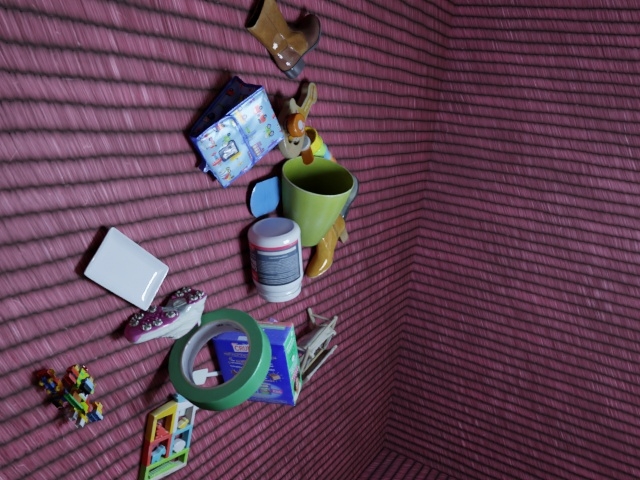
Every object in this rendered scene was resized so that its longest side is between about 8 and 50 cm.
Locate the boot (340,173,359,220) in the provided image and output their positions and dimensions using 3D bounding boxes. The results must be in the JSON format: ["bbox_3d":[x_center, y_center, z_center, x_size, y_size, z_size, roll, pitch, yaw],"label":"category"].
[{"bbox_3d":[0.087,-0.209,2.509,0.161,0.084,0.246,35,71,-55],"label":"boot"}]

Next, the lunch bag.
[{"bbox_3d":[-0.281,-0.326,1.750,0.293,0.138,0.221,-50,146,-19],"label":"lunch bag"}]

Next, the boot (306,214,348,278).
[{"bbox_3d":[0.001,0.000,2.426,0.295,0.104,0.211,-51,138,-20],"label":"boot"}]

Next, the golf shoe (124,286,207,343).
[{"bbox_3d":[-0.458,0.255,1.689,0.306,0.115,0.140,-29,131,-53],"label":"golf shoe"}]

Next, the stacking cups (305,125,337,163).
[{"bbox_3d":[0.005,-0.350,2.264,0.316,0.096,0.096,35,72,-61],"label":"stacking cups"}]

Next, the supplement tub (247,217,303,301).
[{"bbox_3d":[-0.162,0.069,2.054,0.191,0.191,0.272,-40,136,-48],"label":"supplement tub"}]

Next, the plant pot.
[{"bbox_3d":[-0.038,-0.132,2.160,0.275,0.275,0.293,-41,153,-47],"label":"plant pot"}]

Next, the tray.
[{"bbox_3d":[-0.535,0.082,1.545,0.145,0.030,0.270,-65,151,-18],"label":"tray"}]

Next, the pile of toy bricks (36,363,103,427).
[{"bbox_3d":[-0.629,0.380,1.457,0.105,0.118,0.212,-93,165,-54],"label":"pile of toy bricks"}]

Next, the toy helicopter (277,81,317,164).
[{"bbox_3d":[-0.072,-0.440,2.051,0.235,0.140,0.355,63,38,-45],"label":"toy helicopter"}]

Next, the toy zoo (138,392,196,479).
[{"bbox_3d":[-0.503,0.646,1.859,0.192,0.030,0.293,-4,107,-58],"label":"toy zoo"}]

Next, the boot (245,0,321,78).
[{"bbox_3d":[-0.125,-0.735,1.888,0.264,0.096,0.280,-61,143,-10],"label":"boot"}]

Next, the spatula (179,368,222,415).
[{"bbox_3d":[-0.407,0.538,2.013,0.242,0.019,0.168,16,88,-62],"label":"spatula"}]

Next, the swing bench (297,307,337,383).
[{"bbox_3d":[-0.049,0.482,2.491,0.253,0.165,0.254,-41,137,-48],"label":"swing bench"}]

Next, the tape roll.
[{"bbox_3d":[-0.319,0.372,1.770,0.321,0.321,0.077,-61,148,-26],"label":"tape roll"}]

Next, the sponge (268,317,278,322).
[{"bbox_3d":[-0.216,0.436,2.303,0.210,0.031,0.117,-65,150,-17],"label":"sponge"}]

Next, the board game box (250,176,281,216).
[{"bbox_3d":[-0.209,-0.162,2.031,0.169,0.033,0.133,-28,132,-48],"label":"board game box"}]

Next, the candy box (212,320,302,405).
[{"bbox_3d":[-0.222,0.442,2.030,0.122,0.268,0.317,-70,158,-52],"label":"candy box"}]
